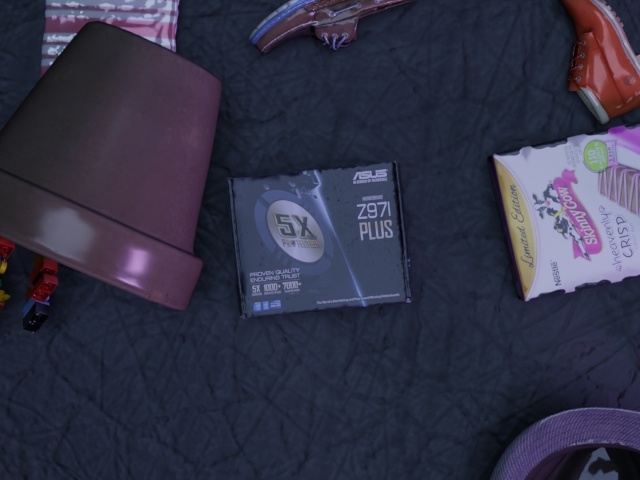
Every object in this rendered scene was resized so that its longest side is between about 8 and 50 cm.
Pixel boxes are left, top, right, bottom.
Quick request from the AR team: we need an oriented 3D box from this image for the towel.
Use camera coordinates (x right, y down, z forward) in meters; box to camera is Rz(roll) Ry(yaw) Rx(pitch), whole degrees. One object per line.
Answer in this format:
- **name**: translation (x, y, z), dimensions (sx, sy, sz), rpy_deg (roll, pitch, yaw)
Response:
- **towel**: translation (-0.222, -0.199, 1.798), dimensions (0.144, 0.029, 0.197), rpy_deg (4, 89, 4)

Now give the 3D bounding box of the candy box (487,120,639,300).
- **candy box**: translation (0.304, -0.037, 1.765), dimensions (0.233, 0.071, 0.159), rpy_deg (-13, 90, 1)

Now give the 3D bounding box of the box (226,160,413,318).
- **box**: translation (0.000, 0.000, 1.766), dimensions (0.180, 0.077, 0.147), rpy_deg (-5, 89, 1)

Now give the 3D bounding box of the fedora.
- **fedora**: translation (0.282, 0.290, 1.732), dimensions (0.243, 0.124, 0.275), rpy_deg (-2, 97, 5)

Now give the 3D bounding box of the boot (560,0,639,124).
- **boot**: translation (0.282, -0.198, 1.776), dimensions (0.084, 0.059, 0.158), rpy_deg (-33, 90, 5)

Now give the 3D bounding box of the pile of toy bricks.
- **pile of toy bricks**: translation (-0.352, 0.048, 1.758), dimensions (0.118, 0.105, 0.212), rpy_deg (20, 130, -29)

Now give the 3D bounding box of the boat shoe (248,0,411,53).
- **boat shoe**: translation (0.015, -0.235, 1.774), dimensions (0.183, 0.066, 0.066), rpy_deg (-29, 90, 0)

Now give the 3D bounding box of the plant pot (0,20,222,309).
- **plant pot**: translation (-0.205, -0.082, 1.680), dimensions (0.263, 0.263, 0.229), rpy_deg (25, 88, 1)
